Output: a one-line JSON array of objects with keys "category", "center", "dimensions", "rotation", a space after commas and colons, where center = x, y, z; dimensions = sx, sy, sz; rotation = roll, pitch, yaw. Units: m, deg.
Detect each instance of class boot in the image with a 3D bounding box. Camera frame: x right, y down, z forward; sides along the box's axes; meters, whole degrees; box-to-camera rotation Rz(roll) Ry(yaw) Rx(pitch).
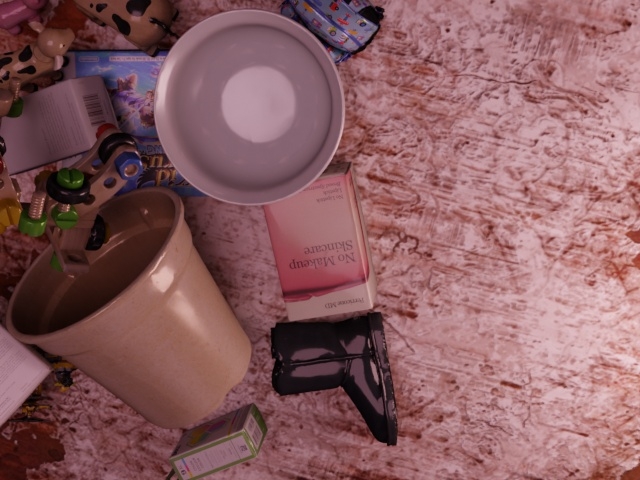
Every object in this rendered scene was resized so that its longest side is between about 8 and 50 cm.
[{"category": "boot", "center": [0.023, 0.251, 1.668], "dimensions": [0.207, 0.094, 0.246], "rotation": [-9, 97, 5]}]

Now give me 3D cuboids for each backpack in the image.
[{"category": "backpack", "center": [0.014, -0.352, 1.469], "dimensions": [0.158, 0.173, 0.117], "rotation": [41, 105, -6]}]

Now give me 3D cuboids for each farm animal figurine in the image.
[{"category": "farm animal figurine", "center": [-0.370, -0.369, 1.465], "dimensions": [0.327, 0.172, 0.330], "rotation": [14, 91, 5]}]

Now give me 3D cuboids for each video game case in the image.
[{"category": "video game case", "center": [-0.305, -0.198, 1.603], "dimensions": [0.270, 0.061, 0.244], "rotation": [1, 106, 6]}]

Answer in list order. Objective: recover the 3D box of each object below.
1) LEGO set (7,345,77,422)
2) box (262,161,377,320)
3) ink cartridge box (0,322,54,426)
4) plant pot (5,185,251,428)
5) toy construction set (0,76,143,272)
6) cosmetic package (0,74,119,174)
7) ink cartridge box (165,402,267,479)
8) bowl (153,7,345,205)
[{"category": "LEGO set", "center": [-0.569, 0.261, 1.606], "dimensions": [0.255, 0.331, 0.192], "rotation": [-21, 68, 44]}, {"category": "box", "center": [0.000, 0.000, 1.588], "dimensions": [0.149, 0.127, 0.232], "rotation": [-10, 103, 9]}, {"category": "ink cartridge box", "center": [-0.558, 0.191, 1.463], "dimensions": [0.225, 0.056, 0.181], "rotation": [42, 80, -2]}, {"category": "plant pot", "center": [-0.281, 0.132, 1.560], "dimensions": [0.334, 0.333, 0.305], "rotation": [-28, 122, 12]}, {"category": "toy construction set", "center": [-0.437, -0.076, 1.415], "dimensions": [0.309, 0.257, 0.237], "rotation": [36, 125, 21]}, {"category": "cosmetic package", "center": [-0.450, -0.183, 1.552], "dimensions": [0.231, 0.085, 0.117], "rotation": [-11, 98, 29]}, {"category": "ink cartridge box", "center": [-0.207, 0.378, 1.721], "dimensions": [0.209, 0.109, 0.062], "rotation": [-24, 101, 12]}, {"category": "bowl", "center": [-0.102, -0.211, 1.494], "dimensions": [0.298, 0.134, 0.297], "rotation": [1, 102, 7]}]
